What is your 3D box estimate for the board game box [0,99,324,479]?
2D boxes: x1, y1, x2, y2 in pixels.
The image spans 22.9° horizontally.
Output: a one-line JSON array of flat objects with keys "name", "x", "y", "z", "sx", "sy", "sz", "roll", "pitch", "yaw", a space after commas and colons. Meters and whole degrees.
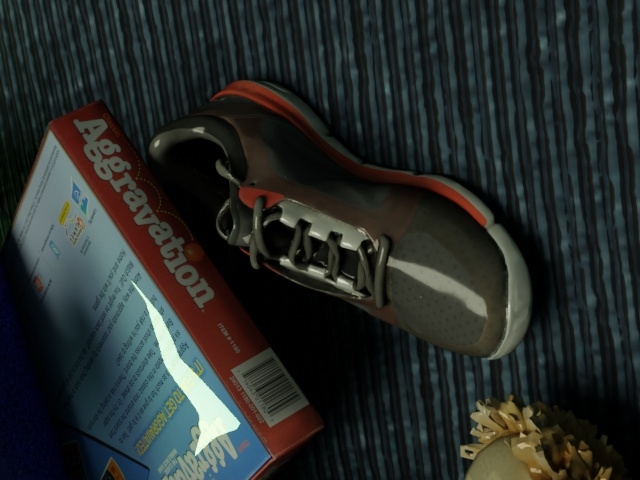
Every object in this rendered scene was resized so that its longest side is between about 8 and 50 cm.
[{"name": "board game box", "x": -0.092, "y": 0.071, "z": 0.663, "sx": 0.145, "sy": 0.027, "sz": 0.281, "roll": 56, "pitch": 149, "yaw": 11}]

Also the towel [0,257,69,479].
[{"name": "towel", "x": -0.186, "y": 0.100, "z": 0.725, "sx": 0.228, "sy": 0.076, "sz": 0.308, "roll": 6, "pitch": 120, "yaw": 39}]

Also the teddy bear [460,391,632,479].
[{"name": "teddy bear", "x": 0.157, "y": 0.173, "z": 0.462, "sx": 0.338, "sy": 0.113, "sz": 0.245, "roll": 12, "pitch": 110, "yaw": 50}]

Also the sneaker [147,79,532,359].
[{"name": "sneaker", "x": 0.000, "y": 0.000, "z": 0.548, "sx": 0.158, "sy": 0.065, "sz": 0.061, "roll": 32, "pitch": 127, "yaw": 32}]
